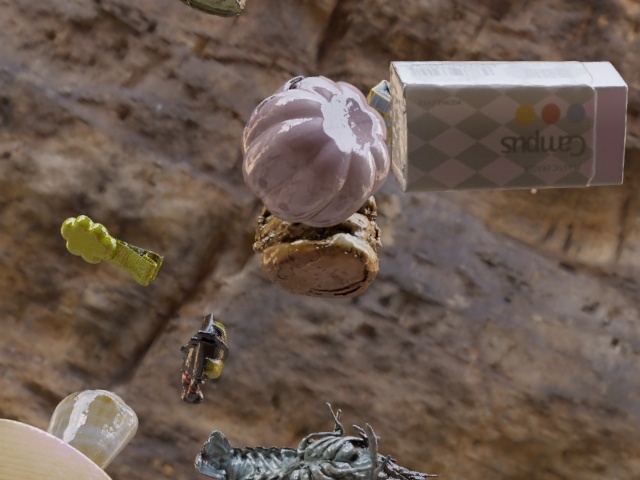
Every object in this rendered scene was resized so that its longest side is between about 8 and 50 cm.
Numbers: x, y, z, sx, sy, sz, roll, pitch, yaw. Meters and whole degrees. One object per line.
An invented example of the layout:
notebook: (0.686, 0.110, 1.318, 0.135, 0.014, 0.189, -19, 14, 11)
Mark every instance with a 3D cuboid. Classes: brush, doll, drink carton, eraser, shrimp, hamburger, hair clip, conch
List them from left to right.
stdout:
brush: (-0.401, 0.358, 1.597, 0.267, 0.174, 0.166, 15, -41, -9)
conch: (-0.405, 0.329, 1.997, 0.158, 0.255, 0.127, -1, -67, 13)
hair clip: (-0.347, 0.017, 1.931, 0.173, 0.072, 0.046, 29, 20, 1)
doll: (-0.215, 0.217, 2.168, 0.248, 0.088, 0.127, 112, -41, -56)
hamburger: (-0.008, -0.006, 2.266, 0.245, 0.211, 0.260, -8, -31, 5)
shrimp: (-0.005, 0.379, 1.982, 0.411, 0.221, 0.166, -5, -39, 26)
drink carton: (0.090, -0.189, 2.159, 0.074, 0.084, 0.200, 30, -55, 9)
eraser: (0.314, -0.193, 1.970, 0.397, 0.213, 0.082, -3, 10, -14)

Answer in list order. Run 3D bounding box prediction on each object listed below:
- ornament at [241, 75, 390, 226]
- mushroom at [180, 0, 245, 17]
ornament: (-0.010, -0.102, 1.402, 0.177, 0.177, 0.177, 25, -17, 8)
mushroom: (-0.165, -0.527, 2.006, 0.352, 0.260, 0.352, 12, -8, 2)
